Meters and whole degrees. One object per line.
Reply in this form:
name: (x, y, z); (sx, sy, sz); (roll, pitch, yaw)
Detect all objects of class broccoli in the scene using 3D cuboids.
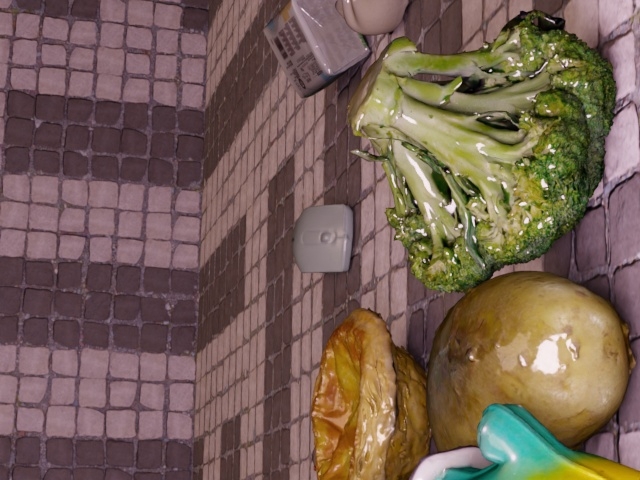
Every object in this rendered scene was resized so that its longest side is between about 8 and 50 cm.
broccoli: (0.163, -0.091, 1.456); (0.321, 0.283, 0.303); (-54, 19, 31)

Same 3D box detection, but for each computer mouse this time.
computer mouse: (0.000, 0.000, 2.480); (0.231, 0.079, 0.127); (162, 110, -71)

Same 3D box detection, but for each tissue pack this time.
tissue pack: (0.011, -0.373, 2.470); (0.159, 0.145, 0.229); (61, 165, -2)

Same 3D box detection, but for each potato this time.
potato: (0.211, 0.138, 1.406); (0.307, 0.173, 0.210); (127, 147, -61)

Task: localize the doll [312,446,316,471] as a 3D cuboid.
doll: (0.038, 0.334, 2.211); (0.114, 0.086, 0.152); (48, 124, 45)

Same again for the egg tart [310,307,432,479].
egg tart: (0.077, 0.264, 1.973); (0.341, 0.132, 0.341); (-174, 90, -76)

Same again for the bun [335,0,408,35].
bun: (0.074, -0.422, 2.221); (0.173, 0.120, 0.172); (-175, 90, -73)

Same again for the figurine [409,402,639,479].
figurine: (0.225, 0.297, 1.204); (0.340, 0.231, 0.323); (2, 111, 59)
